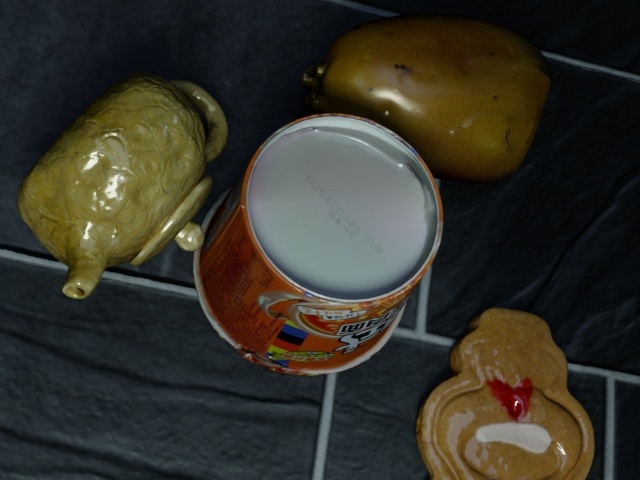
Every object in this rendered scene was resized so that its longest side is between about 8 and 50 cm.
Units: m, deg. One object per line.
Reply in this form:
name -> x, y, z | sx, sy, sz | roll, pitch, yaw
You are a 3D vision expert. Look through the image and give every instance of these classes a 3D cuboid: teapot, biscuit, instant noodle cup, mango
teapot -> -0.177, -0.056, 0.886 | 0.167, 0.203, 0.311 | 42, 43, -9
biscuit -> 0.199, 0.234, 0.947 | 0.202, 0.047, 0.334 | 12, 68, -9
instant noodle cup -> 0.000, 0.000, 0.903 | 0.250, 0.192, 0.250 | 4, 70, -11
mango -> 0.124, -0.169, 1.019 | 0.287, 0.153, 0.201 | -1, 60, -16
